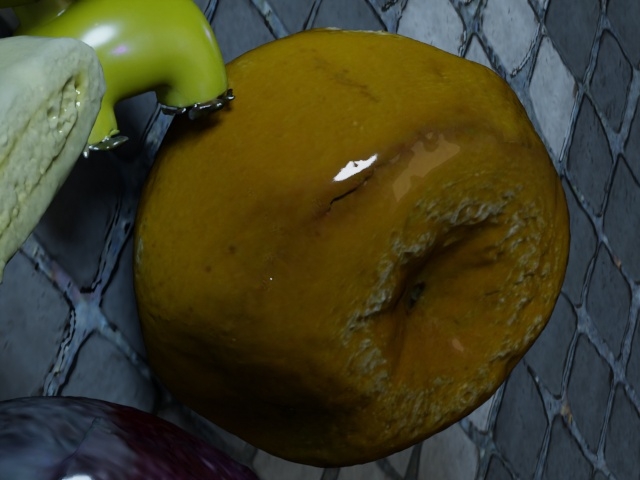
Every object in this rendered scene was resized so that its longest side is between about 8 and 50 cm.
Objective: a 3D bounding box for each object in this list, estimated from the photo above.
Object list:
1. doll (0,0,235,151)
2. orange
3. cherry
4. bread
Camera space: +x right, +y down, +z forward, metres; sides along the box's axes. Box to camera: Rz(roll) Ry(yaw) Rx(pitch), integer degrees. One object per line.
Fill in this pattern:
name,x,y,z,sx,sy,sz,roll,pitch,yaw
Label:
doll,-0.129,-0.150,0.883,0.135,0.143,0.221,-26,113,-19
orange,0.000,0.000,1.010,0.249,0.183,0.249,-22,132,-27
cherry,-0.111,0.160,0.833,0.195,0.195,0.195,10,78,-57
bread,-0.183,-0.025,0.734,0.139,0.178,0.060,-58,137,-43
